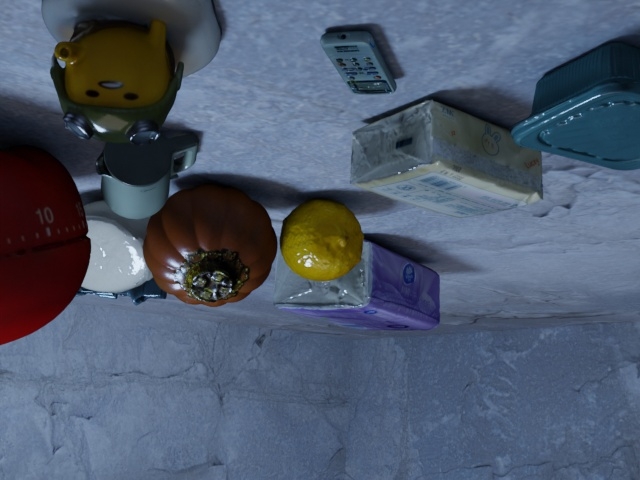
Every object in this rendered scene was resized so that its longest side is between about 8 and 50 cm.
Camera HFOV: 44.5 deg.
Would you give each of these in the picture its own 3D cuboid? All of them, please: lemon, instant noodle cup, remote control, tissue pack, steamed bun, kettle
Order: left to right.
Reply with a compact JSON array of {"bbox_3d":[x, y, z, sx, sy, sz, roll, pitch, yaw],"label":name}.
[{"bbox_3d":[-0.380,0.002,1.439,0.228,0.131,0.177,-18,115,32],"label":"steamed bun"},{"bbox_3d":[-0.241,-0.093,1.083,0.126,0.098,0.148,13,163,-12],"label":"kettle"},{"bbox_3d":[0.000,0.000,1.325,0.142,0.142,0.187,7,172,-14],"label":"lemon"},{"bbox_3d":[0.085,0.100,1.705,0.242,0.160,0.338,-5,164,32],"label":"tissue pack"},{"bbox_3d":[0.040,-0.176,0.783,0.053,0.018,0.124,1,167,17],"label":"remote control"},{"bbox_3d":[0.155,-0.093,0.954,0.196,0.092,0.148,15,163,-36],"label":"tissue pack"},{"bbox_3d":[0.299,-0.132,0.774,0.179,0.070,0.157,10,165,-24],"label":"instant noodle cup"}]

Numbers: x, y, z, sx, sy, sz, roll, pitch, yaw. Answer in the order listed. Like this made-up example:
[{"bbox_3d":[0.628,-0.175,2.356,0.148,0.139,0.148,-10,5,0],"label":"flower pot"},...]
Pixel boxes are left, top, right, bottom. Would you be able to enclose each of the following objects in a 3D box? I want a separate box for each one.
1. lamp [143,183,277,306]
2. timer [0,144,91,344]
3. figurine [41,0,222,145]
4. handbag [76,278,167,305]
[{"bbox_3d":[-0.182,0.011,1.298,0.223,0.197,0.223,-5,132,-6],"label":"lamp"},{"bbox_3d":[-0.525,0.014,1.121,0.377,0.279,0.378,-8,-173,1],"label":"timer"},{"bbox_3d":[-0.182,-0.141,0.736,0.166,0.141,0.250,6,168,-13],"label":"figurine"},{"bbox_3d":[-0.417,0.038,1.553,0.229,0.179,0.062,3,167,-1],"label":"handbag"}]
